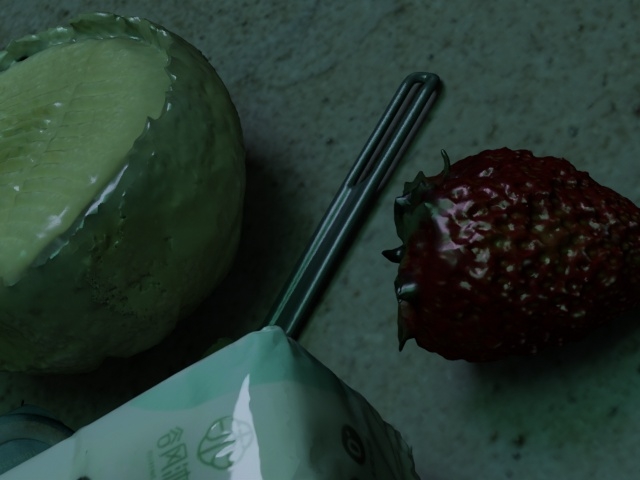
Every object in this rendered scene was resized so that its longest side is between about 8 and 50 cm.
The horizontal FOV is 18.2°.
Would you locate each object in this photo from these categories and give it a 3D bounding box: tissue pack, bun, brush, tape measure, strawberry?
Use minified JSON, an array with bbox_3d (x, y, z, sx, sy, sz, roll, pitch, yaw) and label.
[{"bbox_3d":[-0.056,0.264,0.985,0.266,0.194,0.356,-30,48,17],"label":"tissue pack"},{"bbox_3d":[-0.152,-0.019,1.272,0.259,0.152,0.259,-23,38,19],"label":"bun"},{"bbox_3d":[0.000,0.000,1.239,0.062,0.027,0.266,19,72,40],"label":"brush"},{"bbox_3d":[-0.208,0.186,1.254,0.107,0.104,0.180,54,132,21],"label":"tape measure"},{"bbox_3d":[0.112,0.009,1.109,0.131,0.148,0.131,-167,90,-77],"label":"strawberry"}]
